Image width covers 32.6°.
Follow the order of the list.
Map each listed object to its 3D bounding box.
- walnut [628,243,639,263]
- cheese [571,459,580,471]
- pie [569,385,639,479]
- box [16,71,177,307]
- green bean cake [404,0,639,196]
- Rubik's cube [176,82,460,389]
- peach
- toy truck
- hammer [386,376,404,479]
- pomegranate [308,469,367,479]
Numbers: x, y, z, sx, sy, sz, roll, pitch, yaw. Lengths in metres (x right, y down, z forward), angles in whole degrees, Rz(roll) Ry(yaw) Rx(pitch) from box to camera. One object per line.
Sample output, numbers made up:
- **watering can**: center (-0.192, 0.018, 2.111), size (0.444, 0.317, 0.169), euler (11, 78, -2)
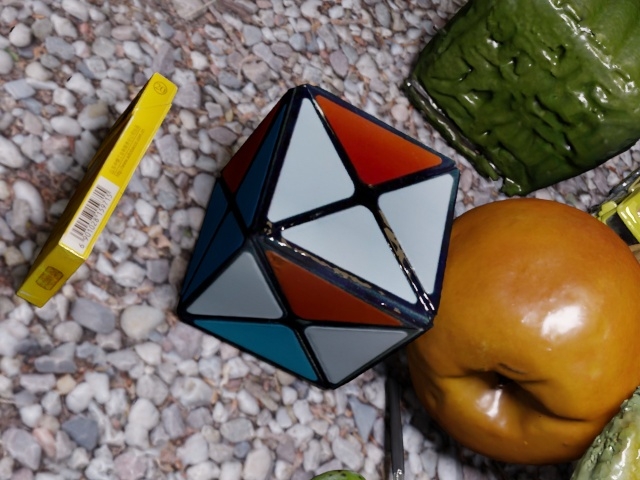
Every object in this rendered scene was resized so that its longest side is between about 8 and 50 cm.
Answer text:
- **walnut**: center (0.496, 0.109, 1.616), size (0.228, 0.228, 0.228), euler (15, 58, -26)
- **cheese**: center (0.483, 0.291, 1.518), size (0.247, 0.251, 0.174), euler (21, 61, -7)
- **pie**: center (0.480, 0.319, 1.271), size (0.418, 0.180, 0.395), euler (-31, 94, -23)
- **box**: center (-0.256, -0.060, 1.270), size (0.043, 0.152, 0.269), euler (34, 53, -17)
- **green bean cake**: center (0.334, -0.257, 1.645), size (0.335, 0.319, 0.218), euler (41, 52, -6)
- **Rubik's cube**: center (-0.001, 0.000, 1.337), size (0.250, 0.246, 0.248), euler (27, 55, -16)
- **peach**: center (0.268, 0.106, 1.397), size (0.343, 0.343, 0.302), euler (45, 46, -5)
- **toy truck**: center (0.543, -0.056, 1.777), size (0.272, 0.157, 0.124), euler (-34, 86, -41)
- **hammer**: center (0.097, 0.282, 1.373), size (0.029, 0.103, 0.246), euler (-2, 47, 1)
- **pomegranate**: center (0.032, 0.325, 1.253), size (0.122, 0.161, 0.122), euler (5, 81, -34)
